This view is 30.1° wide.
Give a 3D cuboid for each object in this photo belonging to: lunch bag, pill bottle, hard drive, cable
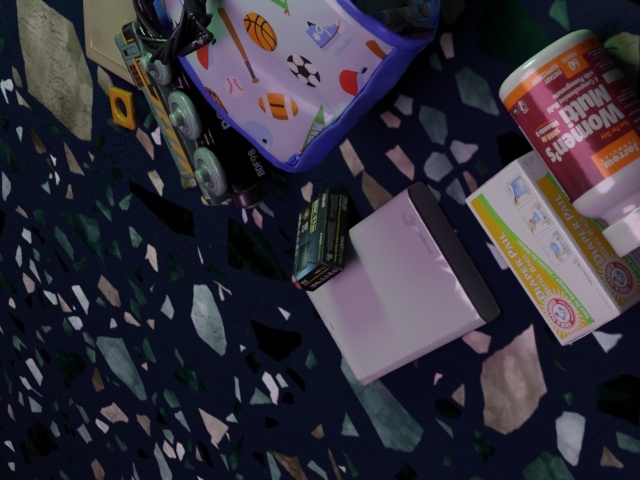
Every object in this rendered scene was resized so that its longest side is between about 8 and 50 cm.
[{"bbox_3d":[-0.031,-0.312,1.417,0.328,0.239,0.385,-45,66,54],"label":"lunch bag"},{"bbox_3d":[0.295,-0.101,1.249,0.221,0.121,0.121,57,143,8],"label":"pill bottle"},{"bbox_3d":[0.098,0.069,1.655,0.203,0.040,0.307,60,144,5],"label":"hard drive"},{"bbox_3d":[-0.188,-0.286,1.404,0.184,0.047,0.151,-6,105,60],"label":"cable"}]

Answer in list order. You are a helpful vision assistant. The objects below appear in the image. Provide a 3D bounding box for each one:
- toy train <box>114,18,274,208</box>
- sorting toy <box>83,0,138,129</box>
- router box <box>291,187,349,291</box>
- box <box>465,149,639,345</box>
[{"bbox_3d":[-0.180,-0.201,1.746,0.190,0.142,0.334,5,123,63],"label":"toy train"},{"bbox_3d":[-0.316,-0.347,1.893,0.196,0.047,0.348,36,135,38],"label":"sorting toy"},{"bbox_3d":[0.000,0.000,1.675,0.092,0.038,0.122,-37,42,52],"label":"router box"},{"bbox_3d":[0.278,-0.003,1.334,0.203,0.114,0.103,57,143,6],"label":"box"}]
